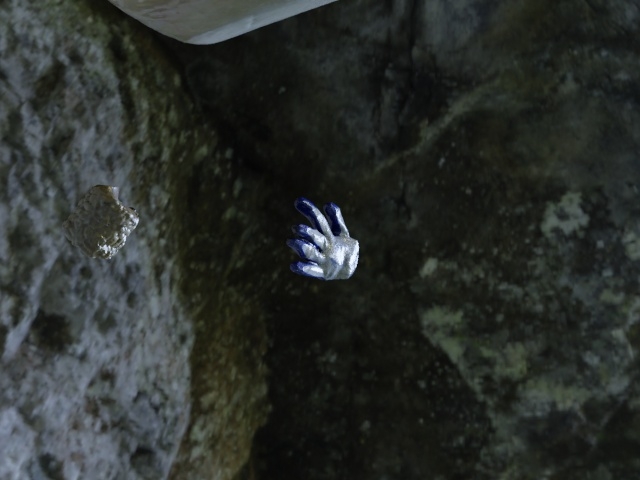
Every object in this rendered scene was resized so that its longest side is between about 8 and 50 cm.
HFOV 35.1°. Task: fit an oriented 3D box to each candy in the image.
[{"bbox_3d":[-0.334,-0.029,1.558,0.095,0.085,0.110,44,-89,-2],"label":"candy"}]

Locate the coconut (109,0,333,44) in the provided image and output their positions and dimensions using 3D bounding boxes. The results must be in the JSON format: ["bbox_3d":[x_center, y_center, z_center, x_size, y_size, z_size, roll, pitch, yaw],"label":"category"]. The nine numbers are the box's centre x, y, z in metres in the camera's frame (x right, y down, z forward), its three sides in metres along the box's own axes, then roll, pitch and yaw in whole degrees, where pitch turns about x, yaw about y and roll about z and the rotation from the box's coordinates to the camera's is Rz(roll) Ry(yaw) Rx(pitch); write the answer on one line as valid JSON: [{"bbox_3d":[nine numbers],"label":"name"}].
[{"bbox_3d":[-0.053,-0.233,0.581,0.241,0.241,0.241,3,-57,5],"label":"coconut"}]

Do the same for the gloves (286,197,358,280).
[{"bbox_3d":[0.000,0.000,0.819,0.026,0.064,0.086,3,-10,37],"label":"gloves"}]
